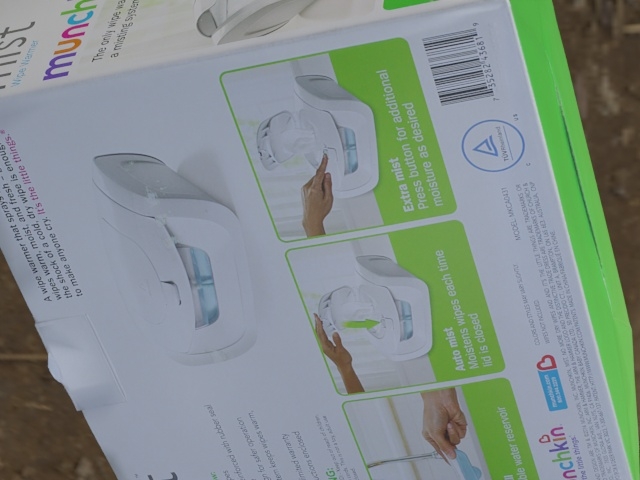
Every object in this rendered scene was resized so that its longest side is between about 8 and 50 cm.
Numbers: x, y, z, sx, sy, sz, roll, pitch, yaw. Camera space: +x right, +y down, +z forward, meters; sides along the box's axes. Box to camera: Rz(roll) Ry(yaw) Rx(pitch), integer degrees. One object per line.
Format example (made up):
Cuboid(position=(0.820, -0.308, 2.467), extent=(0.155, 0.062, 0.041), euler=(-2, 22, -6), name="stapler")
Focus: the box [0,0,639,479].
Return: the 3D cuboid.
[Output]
Cuboid(position=(0.000, 0.000, 0.724), extent=(0.127, 0.231, 0.262), euler=(-79, 154, -51), name="box")
